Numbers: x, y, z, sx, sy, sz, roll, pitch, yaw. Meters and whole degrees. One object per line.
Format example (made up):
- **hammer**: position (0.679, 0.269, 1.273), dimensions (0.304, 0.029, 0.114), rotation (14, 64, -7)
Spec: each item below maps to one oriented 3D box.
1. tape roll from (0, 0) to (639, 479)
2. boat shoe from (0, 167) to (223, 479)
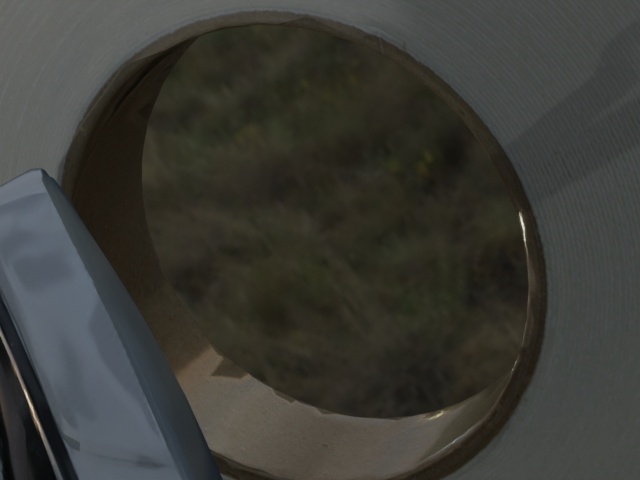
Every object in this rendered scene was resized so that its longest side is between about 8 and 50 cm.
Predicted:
- **tape roll**: position (0.000, 0.000, 0.732), dimensions (0.392, 0.392, 0.072), rotation (-24, 10, 28)
- **boat shoe**: position (-0.058, 0.133, 0.475), dimensions (0.105, 0.306, 0.113), rotation (-21, -7, -1)
